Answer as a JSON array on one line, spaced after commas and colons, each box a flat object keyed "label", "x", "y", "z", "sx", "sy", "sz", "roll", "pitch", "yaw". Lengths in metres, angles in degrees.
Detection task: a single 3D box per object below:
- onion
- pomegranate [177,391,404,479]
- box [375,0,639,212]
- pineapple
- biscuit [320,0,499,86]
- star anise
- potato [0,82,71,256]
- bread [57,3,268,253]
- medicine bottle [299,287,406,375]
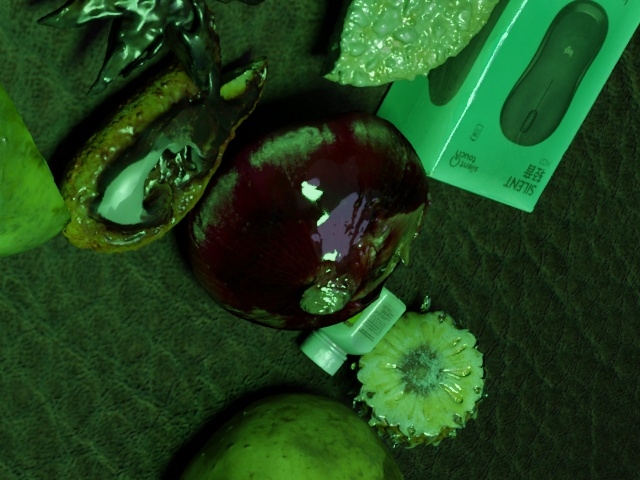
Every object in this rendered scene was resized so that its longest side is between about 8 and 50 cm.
[{"label": "onion", "x": 0.000, "y": 0.000, "z": 1.883, "sx": 0.272, "sy": 0.195, "sz": 0.272, "roll": -15, "pitch": 143, "yaw": -12}, {"label": "pomegranate", "x": -0.030, "y": 0.311, "z": 2.067, "sx": 0.281, "sy": 0.281, "sz": 0.281, "roll": -23, "pitch": 132, "yaw": -28}, {"label": "box", "x": 0.214, "y": -0.199, "z": 2.014, "sx": 0.205, "sy": 0.118, "sz": 0.311, "roll": 18, "pitch": 106, "yaw": -45}, {"label": "pineapple", "x": 0.112, "y": 0.175, "z": 2.199, "sx": 0.176, "sy": 0.161, "sz": 0.137, "roll": -61, "pitch": 178, "yaw": -22}, {"label": "biscuit", "x": 0.109, "y": -0.276, "z": 1.870, "sx": 0.179, "sy": 0.084, "sz": 0.281, "roll": 19, "pitch": 102, "yaw": -31}, {"label": "star anise", "x": -0.137, "y": -0.246, "z": 1.658, "sx": 0.272, "sy": 0.102, "sz": 0.272, "roll": -11, "pitch": 111, "yaw": -31}, {"label": "potato", "x": -0.332, "y": -0.076, "z": 1.611, "sx": 0.176, "sy": 0.141, "sz": 0.298, "roll": -43, "pitch": 147, "yaw": 11}, {"label": "bread", "x": -0.159, "y": -0.098, "z": 1.788, "sx": 0.269, "sy": 0.095, "sz": 0.139, "roll": -57, "pitch": 137, "yaw": -14}, {"label": "medicine bottle", "x": 0.032, "y": 0.094, "z": 2.099, "sx": 0.118, "sy": 0.074, "sz": 0.055, "roll": -50, "pitch": 139, "yaw": 1}]
